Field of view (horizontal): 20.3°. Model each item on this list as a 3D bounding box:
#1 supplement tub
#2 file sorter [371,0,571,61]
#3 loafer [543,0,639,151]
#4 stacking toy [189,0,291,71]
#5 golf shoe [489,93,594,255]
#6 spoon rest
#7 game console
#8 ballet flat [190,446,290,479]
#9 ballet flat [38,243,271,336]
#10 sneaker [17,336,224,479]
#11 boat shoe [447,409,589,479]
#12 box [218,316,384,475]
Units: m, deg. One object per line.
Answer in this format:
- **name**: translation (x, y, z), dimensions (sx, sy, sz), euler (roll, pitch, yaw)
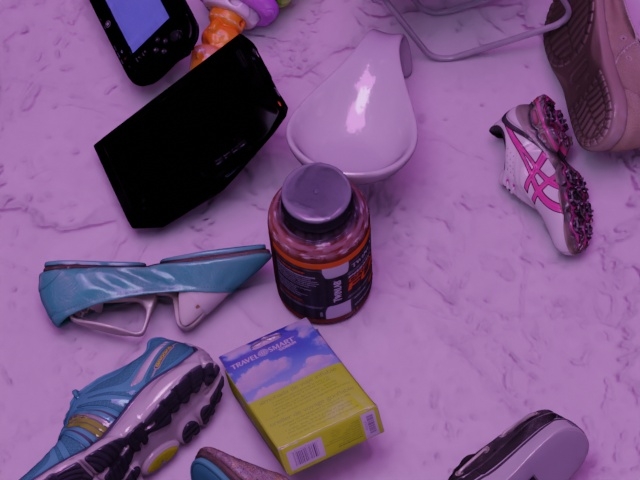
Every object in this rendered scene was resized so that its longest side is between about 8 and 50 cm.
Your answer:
- **supplement tub**: translation (0.000, 0.000, 1.825), dimensions (0.106, 0.198, 0.106), euler (-1, 62, 2)
- **file sorter**: translation (0.165, -0.373, 2.022), dimensions (0.193, 0.173, 0.277), euler (-16, 58, 22)
- **loafer**: translation (0.318, -0.196, 1.985), dimensions (0.092, 0.102, 0.268), euler (18, 49, -26)
- **stacking toy**: translation (-0.081, -0.305, 2.050), dimensions (0.166, 0.175, 0.301), euler (19, 77, 21)
- **golf shoe**: translation (0.240, -0.062, 1.934), dimensions (0.086, 0.067, 0.186), euler (-25, 62, 25)
- **spoon rest**: translation (0.047, -0.150, 1.916), dimensions (0.137, 0.084, 0.276), euler (10, 36, 8)
- **game console**: translation (-0.184, -0.198, 1.982), dimensions (0.213, 0.044, 0.361), euler (-36, 62, 15)
- **ballet flat**: translation (-0.003, 0.313, 1.718), dimensions (0.106, 0.107, 0.316), euler (-24, 66, -33)
- **ballet flat**: translation (-0.171, 0.056, 1.881), dimensions (0.247, 0.083, 0.087), euler (-5, 84, 0)
- **sneaker**: translation (-0.219, 0.202, 1.796), dimensions (0.275, 0.107, 0.110), euler (-41, 47, -23)
- **boat shoe**: translation (0.163, 0.248, 1.755), dimensions (0.219, 0.077, 0.070), euler (-35, 30, -12)
- **box**: translation (-0.022, 0.154, 1.796), dimensions (0.109, 0.042, 0.178), euler (-24, 34, -12)
